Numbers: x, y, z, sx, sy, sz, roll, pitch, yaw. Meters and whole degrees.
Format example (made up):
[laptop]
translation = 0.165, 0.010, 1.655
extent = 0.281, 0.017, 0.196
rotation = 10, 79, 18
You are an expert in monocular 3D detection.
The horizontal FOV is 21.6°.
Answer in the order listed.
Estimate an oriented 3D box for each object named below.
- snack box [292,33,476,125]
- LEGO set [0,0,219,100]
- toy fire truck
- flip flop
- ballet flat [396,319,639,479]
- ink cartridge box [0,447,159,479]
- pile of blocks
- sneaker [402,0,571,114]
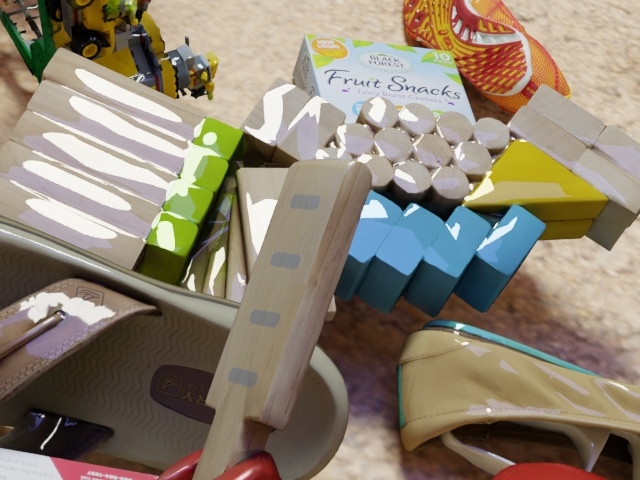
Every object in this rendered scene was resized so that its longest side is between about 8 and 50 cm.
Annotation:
[snack box]
translation = 0.043, -0.067, 1.019
extent = 0.100, 0.037, 0.141
rotation = 6, 40, -17
[LEGO set]
translation = -0.118, -0.235, 0.983
extent = 0.192, 0.255, 0.331
rotation = -22, 45, -19
[toy fire truck]
translation = 0.031, 0.105, 0.607
extent = 0.217, 0.246, 0.158
rotation = -7, 21, 41
[flip flop]
translation = -0.119, 0.063, 0.745
extent = 0.277, 0.112, 0.080
rotation = 16, 22, -12
[ballet flat]
translation = 0.148, 0.103, 0.852
extent = 0.232, 0.080, 0.073
rotation = 13, 67, -3
[ink cartridge box]
translation = -0.120, 0.154, 0.679
extent = 0.099, 0.056, 0.135
rotation = 11, 39, -11
[pile of blocks]
translation = 0.000, 0.000, 0.882
extent = 0.362, 0.112, 0.149
rotation = 2, 59, -12
[sneaker]
translation = 0.106, -0.133, 1.118
extent = 0.067, 0.064, 0.175
rotation = 32, 21, -40
